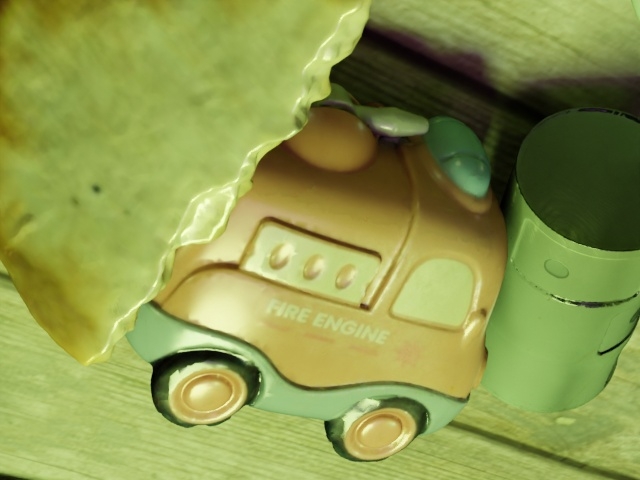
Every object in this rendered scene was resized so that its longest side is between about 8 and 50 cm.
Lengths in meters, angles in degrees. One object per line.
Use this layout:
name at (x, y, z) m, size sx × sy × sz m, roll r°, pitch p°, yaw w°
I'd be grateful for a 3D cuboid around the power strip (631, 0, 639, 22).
power strip at (0.315, -0.225, 0.911) m, size 0.358 × 0.161 × 0.357 m, roll -6°, pitch 141°, yaw -5°

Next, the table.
table at (0.180, 0.019, 1.184) m, size 0.126 × 0.126 × 0.220 m, roll -3°, pitch 145°, yaw -8°

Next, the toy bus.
toy bus at (0.000, 0.000, 1.113) m, size 0.288 × 0.194 × 0.232 m, roll 15°, pitch 122°, yaw -25°

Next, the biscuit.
biscuit at (-0.114, -0.090, 0.982) m, size 0.309 × 0.204 × 0.040 m, roll -51°, pitch 167°, yaw 24°
